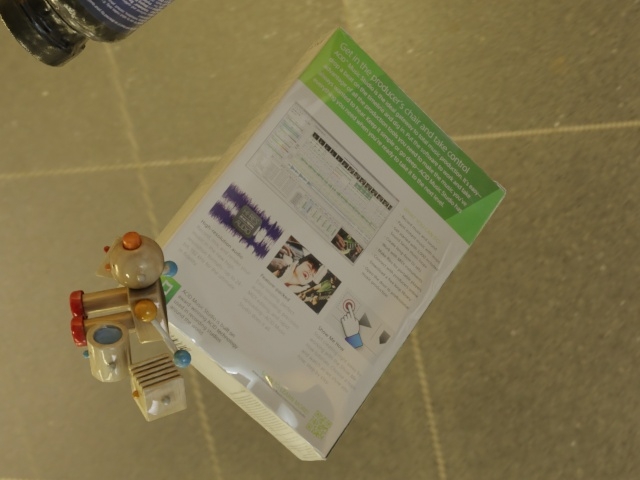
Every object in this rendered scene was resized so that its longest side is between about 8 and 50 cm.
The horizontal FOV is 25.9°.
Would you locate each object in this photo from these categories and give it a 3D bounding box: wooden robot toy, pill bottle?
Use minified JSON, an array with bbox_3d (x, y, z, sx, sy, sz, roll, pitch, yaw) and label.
[{"bbox_3d":[-0.129,0.034,0.914,0.076,0.173,0.079,-7,130,-8],"label":"wooden robot toy"},{"bbox_3d":[-0.175,-0.250,1.217,0.219,0.123,0.122,-34,90,18],"label":"pill bottle"}]

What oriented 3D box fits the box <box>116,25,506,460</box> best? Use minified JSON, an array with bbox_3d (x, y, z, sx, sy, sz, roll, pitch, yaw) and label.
[{"bbox_3d":[0.000,0.000,1.246,0.232,0.322,0.058,44,157,-15],"label":"box"}]
